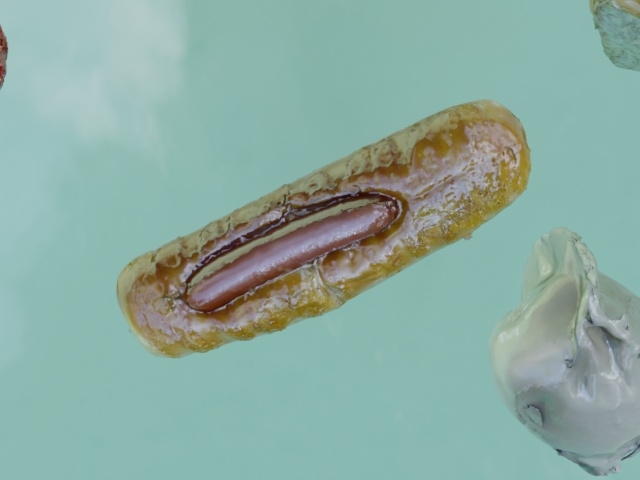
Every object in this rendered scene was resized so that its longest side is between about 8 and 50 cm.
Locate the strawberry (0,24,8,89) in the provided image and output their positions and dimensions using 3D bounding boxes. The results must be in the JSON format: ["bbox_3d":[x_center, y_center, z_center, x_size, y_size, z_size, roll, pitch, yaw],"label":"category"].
[{"bbox_3d":[-0.230,-0.117,1.163,0.106,0.106,0.106,-2,109,-5],"label":"strawberry"}]

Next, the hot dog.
[{"bbox_3d":[0.000,0.000,0.938,0.215,0.047,0.066,-24,90,14],"label":"hot dog"}]

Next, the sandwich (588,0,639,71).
[{"bbox_3d":[0.318,-0.131,1.407,0.251,0.226,0.087,23,85,16],"label":"sandwich"}]

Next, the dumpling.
[{"bbox_3d":[0.200,0.087,1.630,0.142,0.172,0.247,-13,138,-9],"label":"dumpling"}]
